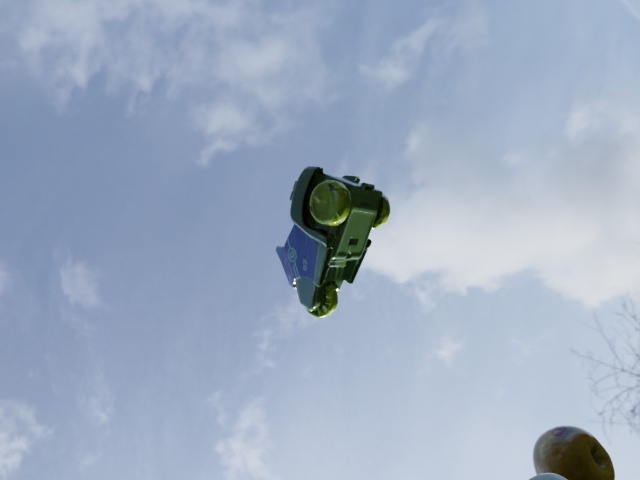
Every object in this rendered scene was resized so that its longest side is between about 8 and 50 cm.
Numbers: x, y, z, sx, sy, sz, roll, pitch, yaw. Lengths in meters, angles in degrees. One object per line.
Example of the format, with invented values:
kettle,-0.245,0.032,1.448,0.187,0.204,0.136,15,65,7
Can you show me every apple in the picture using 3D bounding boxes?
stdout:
apple,0.605,0.540,1.104,0.183,0.155,0.182,30,-144,-25

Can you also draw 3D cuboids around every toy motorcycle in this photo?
toy motorcycle,0.000,0.000,1.052,0.191,0.200,0.326,4,-69,-52

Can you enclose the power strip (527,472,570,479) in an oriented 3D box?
power strip,0.461,0.620,0.846,0.162,0.357,0.357,26,-110,5
